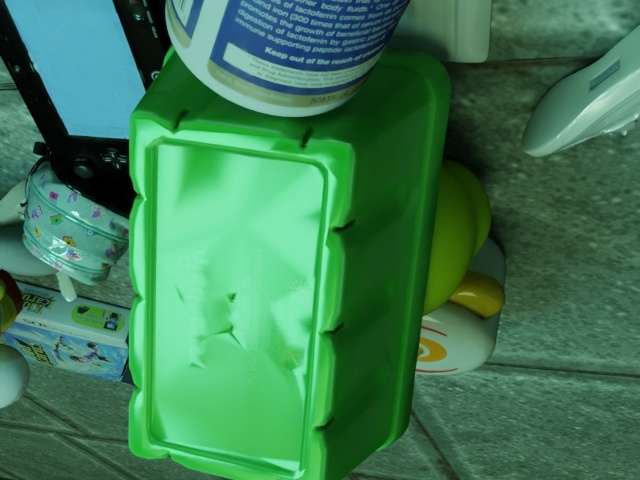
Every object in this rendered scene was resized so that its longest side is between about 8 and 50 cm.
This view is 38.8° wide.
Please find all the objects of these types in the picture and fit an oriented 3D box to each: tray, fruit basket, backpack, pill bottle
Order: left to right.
[{"bbox_3d":[-0.263,-0.028,1.019,0.152,0.115,0.182,22,-172,-21],"label":"backpack"},{"bbox_3d":[0.000,0.000,0.820,0.283,0.392,0.392,10,153,13],"label":"fruit basket"},{"bbox_3d":[0.001,-0.195,0.729,0.270,0.030,0.145,9,153,12],"label":"tray"},{"bbox_3d":[0.004,-0.211,0.545,0.153,0.153,0.264,20,143,-9],"label":"pill bottle"}]

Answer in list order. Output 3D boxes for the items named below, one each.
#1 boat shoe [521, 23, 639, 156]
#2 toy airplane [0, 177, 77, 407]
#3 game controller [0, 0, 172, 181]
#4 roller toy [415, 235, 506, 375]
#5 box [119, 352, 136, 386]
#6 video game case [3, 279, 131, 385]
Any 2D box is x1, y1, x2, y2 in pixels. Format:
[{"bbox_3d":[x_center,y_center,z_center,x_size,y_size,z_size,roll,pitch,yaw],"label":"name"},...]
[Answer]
[{"bbox_3d":[0.239,-0.115,0.737,0.063,0.066,0.184,25,141,-18],"label":"boat shoe"},{"bbox_3d":[-0.491,0.113,1.160,0.272,0.384,0.386,43,141,-2],"label":"toy airplane"},{"bbox_3d":[-0.206,-0.161,0.822,0.167,0.067,0.319,12,147,16],"label":"game controller"},{"bbox_3d":[0.113,0.069,1.045,0.209,0.146,0.191,4,152,19],"label":"roller toy"},{"bbox_3d":[-0.219,0.178,1.449,0.158,0.093,0.156,21,141,-11],"label":"box"},{"bbox_3d":[-0.437,0.169,1.603,0.244,0.061,0.269,15,153,2],"label":"video game case"}]
